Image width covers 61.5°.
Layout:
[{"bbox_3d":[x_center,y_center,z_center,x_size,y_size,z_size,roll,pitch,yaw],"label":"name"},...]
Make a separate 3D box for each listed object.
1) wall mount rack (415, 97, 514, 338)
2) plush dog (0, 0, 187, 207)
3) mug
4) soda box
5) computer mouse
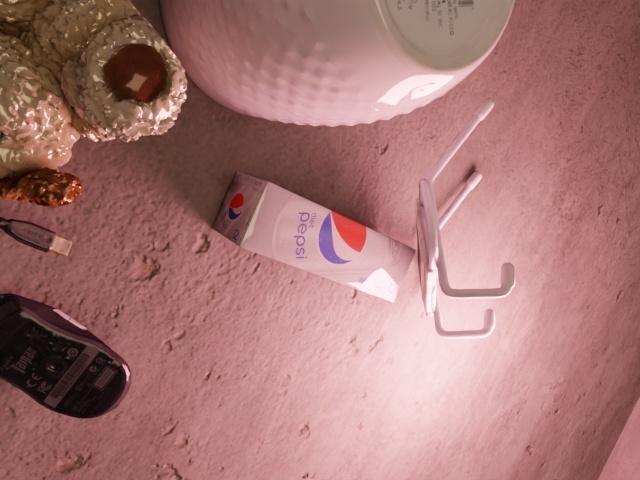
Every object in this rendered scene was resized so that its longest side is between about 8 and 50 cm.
[{"bbox_3d":[0.211,-0.023,0.822,0.350,0.131,0.304,69,18,-63],"label":"wall mount rack"},{"bbox_3d":[-0.270,-0.160,0.519,0.225,0.210,0.262,-38,95,-1],"label":"plush dog"},{"bbox_3d":[0.021,-0.302,0.544,0.276,0.328,0.373,-3,106,-33],"label":"mug"},{"bbox_3d":[0.000,0.000,0.769,0.286,0.098,0.091,23,91,-35],"label":"soda box"},{"bbox_3d":[-0.318,0.082,0.613,0.262,0.060,0.184,33,90,-24],"label":"computer mouse"}]
